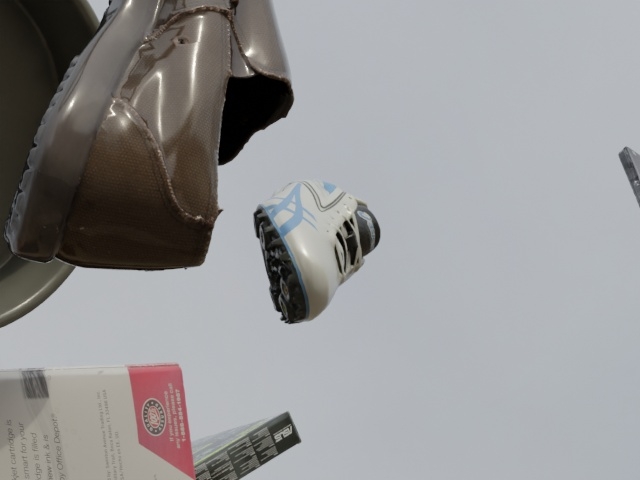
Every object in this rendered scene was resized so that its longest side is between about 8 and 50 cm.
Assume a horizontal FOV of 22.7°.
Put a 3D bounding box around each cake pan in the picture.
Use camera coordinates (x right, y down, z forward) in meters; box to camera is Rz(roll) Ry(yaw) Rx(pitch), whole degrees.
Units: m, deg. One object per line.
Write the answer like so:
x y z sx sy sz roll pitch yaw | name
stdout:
-0.266 -0.077 1.164 0.293 0.054 0.293 -17 -68 -50 | cake pan

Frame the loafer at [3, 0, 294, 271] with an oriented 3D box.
-0.081 -0.106 1.003 0.130 0.366 0.134 24 -40 -7 | loafer

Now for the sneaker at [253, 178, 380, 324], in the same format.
0.000 0.000 1.147 0.086 0.085 0.237 -11 12 4 | sneaker

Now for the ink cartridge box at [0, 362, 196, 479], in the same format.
-0.242 0.211 1.310 0.117 0.207 0.283 -17 -14 43 | ink cartridge box

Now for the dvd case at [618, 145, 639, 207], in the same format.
0.397 0.004 1.577 0.221 0.164 0.018 32 -65 -20 | dvd case

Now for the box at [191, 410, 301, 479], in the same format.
-0.145 0.250 1.702 0.184 0.045 0.191 -19 3 37 | box
